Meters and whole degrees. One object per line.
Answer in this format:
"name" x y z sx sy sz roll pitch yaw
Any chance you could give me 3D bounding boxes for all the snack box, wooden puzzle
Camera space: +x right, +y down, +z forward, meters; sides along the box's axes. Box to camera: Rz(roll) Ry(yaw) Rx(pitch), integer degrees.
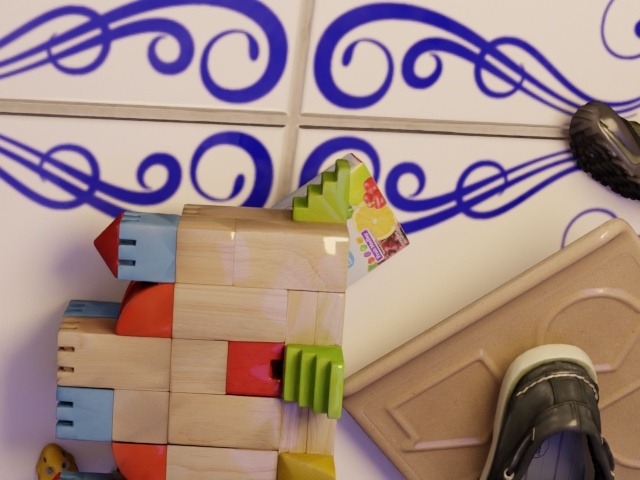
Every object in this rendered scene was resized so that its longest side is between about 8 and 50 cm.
"snack box" 0.000 0.000 1.419 0.141 0.037 0.100 -34 116 -5
"wooden puzzle" 0.227 0.156 1.504 0.322 0.080 0.348 -32 123 14

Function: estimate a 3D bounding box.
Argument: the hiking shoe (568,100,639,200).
"hiking shoe" 0.334 -0.090 1.500 0.227 0.086 0.114 34 81 -33

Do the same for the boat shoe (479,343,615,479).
"boat shoe" 0.220 0.263 1.458 0.127 0.113 0.340 0 124 -8

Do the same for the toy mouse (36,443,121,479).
"toy mouse" -0.192 0.201 1.422 0.143 0.031 0.161 -12 112 -16

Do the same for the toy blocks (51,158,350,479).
"toy blocks" -0.115 0.117 1.335 0.260 0.191 0.382 4 104 -3
